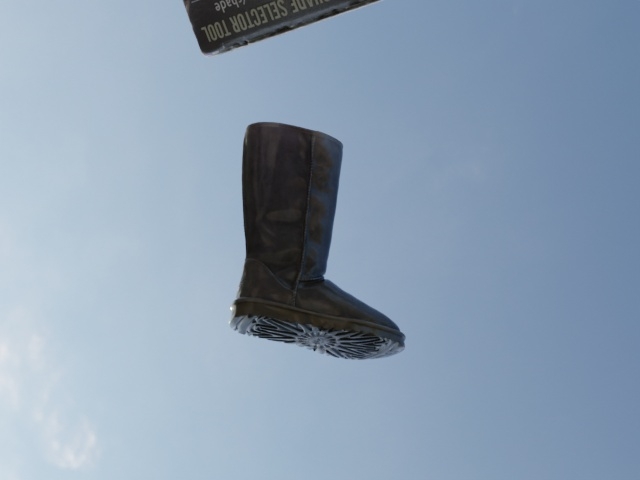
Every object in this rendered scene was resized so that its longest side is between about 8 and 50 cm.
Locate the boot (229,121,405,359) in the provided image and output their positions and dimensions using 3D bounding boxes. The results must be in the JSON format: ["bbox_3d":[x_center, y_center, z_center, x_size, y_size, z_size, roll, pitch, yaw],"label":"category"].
[{"bbox_3d":[0.002,-0.001,0.825,0.076,0.190,0.208,-42,-144,50],"label":"boot"}]

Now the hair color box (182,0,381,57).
[{"bbox_3d":[0.063,-0.238,0.609,0.185,0.339,0.110,-9,-70,35],"label":"hair color box"}]
